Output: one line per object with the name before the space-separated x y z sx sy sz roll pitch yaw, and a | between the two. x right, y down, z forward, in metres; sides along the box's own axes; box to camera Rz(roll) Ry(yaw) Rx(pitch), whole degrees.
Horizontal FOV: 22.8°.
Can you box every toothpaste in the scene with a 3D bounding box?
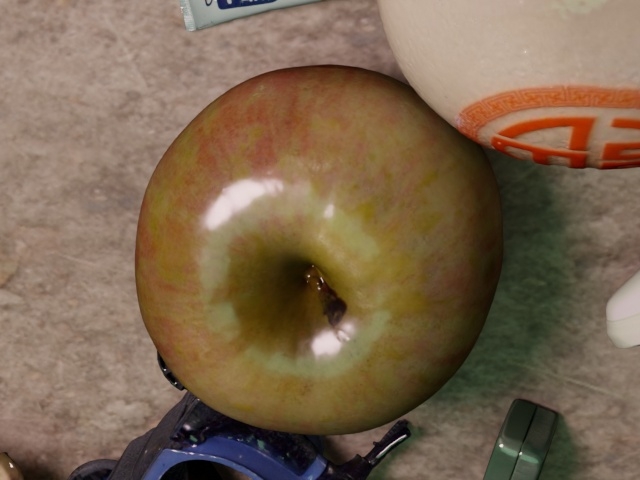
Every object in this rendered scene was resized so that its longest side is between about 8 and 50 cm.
toothpaste | -0.014 -0.191 1.145 0.205 0.036 0.056 -5 109 23

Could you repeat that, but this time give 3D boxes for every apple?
apple | 0.000 0.000 1.101 0.257 0.234 0.257 1 113 3

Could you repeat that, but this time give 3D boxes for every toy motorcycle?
toy motorcycle | -0.090 0.212 1.295 0.213 0.125 0.358 30 120 -6

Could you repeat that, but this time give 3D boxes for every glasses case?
glasses case | 0.138 0.219 1.243 0.039 0.078 0.184 19 116 10

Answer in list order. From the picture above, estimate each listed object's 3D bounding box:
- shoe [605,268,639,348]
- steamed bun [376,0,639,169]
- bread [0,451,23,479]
shoe | 0.287 -0.033 1.089 0.265 0.095 0.110 -36 92 21
steamed bun | 0.174 -0.133 0.965 0.283 0.283 0.177 0 81 17
bread | -0.388 0.292 1.332 0.316 0.211 0.270 21 119 37
